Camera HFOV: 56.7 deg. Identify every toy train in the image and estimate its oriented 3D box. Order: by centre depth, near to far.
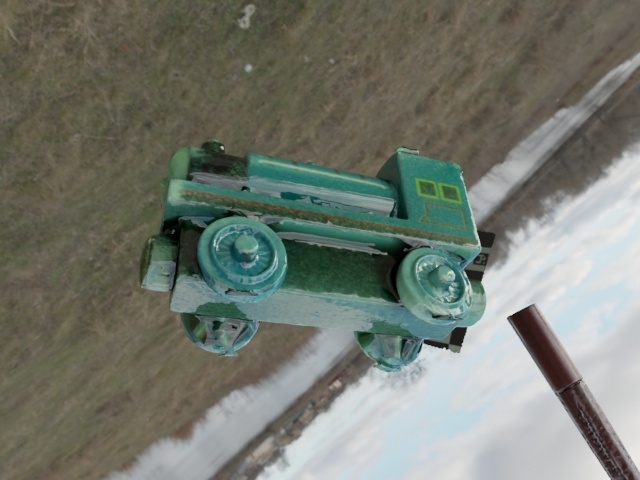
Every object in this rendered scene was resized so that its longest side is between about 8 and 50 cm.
[{"bbox_3d":[0.000,0.000,0.522,0.299,0.194,0.120,9,144,-18],"label":"toy train"}]

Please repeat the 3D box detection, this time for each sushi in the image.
[{"bbox_3d":[0.167,0.058,0.993,0.050,0.192,0.215,41,66,-55],"label":"sushi"}]

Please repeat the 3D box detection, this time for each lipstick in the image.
[{"bbox_3d":[0.193,0.128,0.429,0.027,0.176,0.027,-23,159,-10],"label":"lipstick"}]
